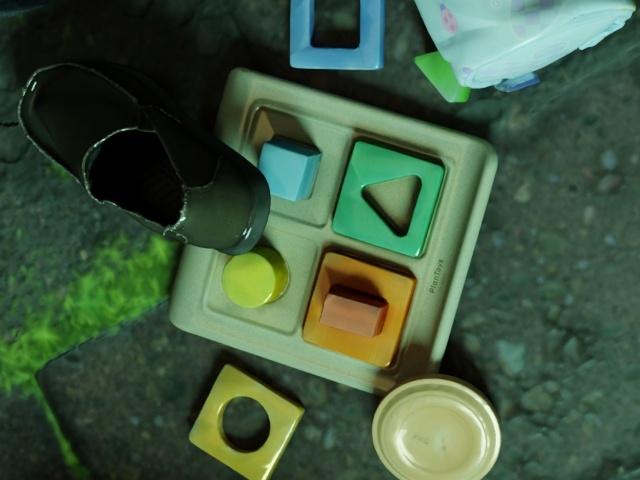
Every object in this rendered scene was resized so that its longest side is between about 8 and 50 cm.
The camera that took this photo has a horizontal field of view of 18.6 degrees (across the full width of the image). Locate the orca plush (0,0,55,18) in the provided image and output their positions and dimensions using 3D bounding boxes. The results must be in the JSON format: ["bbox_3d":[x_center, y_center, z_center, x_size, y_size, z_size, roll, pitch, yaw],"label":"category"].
[{"bbox_3d":[-0.169,-0.238,1.273,0.287,0.102,0.151,-25,86,20],"label":"orca plush"}]

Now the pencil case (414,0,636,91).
[{"bbox_3d":[0.089,-0.229,1.173,0.124,0.113,0.273,-23,86,-20],"label":"pencil case"}]

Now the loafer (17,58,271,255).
[{"bbox_3d":[-0.127,-0.063,1.266,0.220,0.078,0.080,29,104,35],"label":"loafer"}]

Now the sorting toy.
[{"bbox_3d":[0.000,0.000,1.264,0.196,0.047,0.348,18,101,17],"label":"sorting toy"}]

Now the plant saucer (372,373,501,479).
[{"bbox_3d":[0.074,0.125,1.251,0.083,0.013,0.083,4,114,10],"label":"plant saucer"}]
